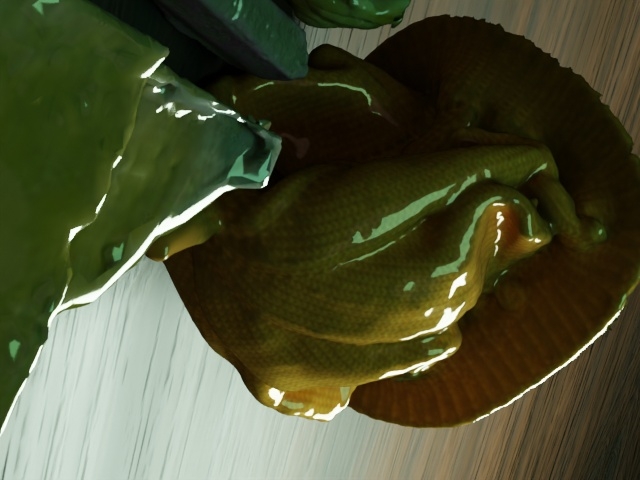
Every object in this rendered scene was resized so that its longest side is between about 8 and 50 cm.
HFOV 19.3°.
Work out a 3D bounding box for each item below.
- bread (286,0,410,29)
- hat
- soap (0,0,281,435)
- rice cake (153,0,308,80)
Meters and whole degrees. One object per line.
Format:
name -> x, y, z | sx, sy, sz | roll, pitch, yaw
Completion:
bread -> 0.012, -0.212, 0.877 | 0.128, 0.088, 0.232 | -53, 152, -54
hat -> 0.000, 0.000, 0.939 | 0.233, 0.244, 0.233 | -5, 110, -52
soap -> -0.180, 0.063, 0.558 | 0.304, 0.169, 0.339 | 30, 85, -56
rice cake -> -0.054, -0.117, 0.858 | 0.036, 0.047, 0.206 | -60, 158, -4
